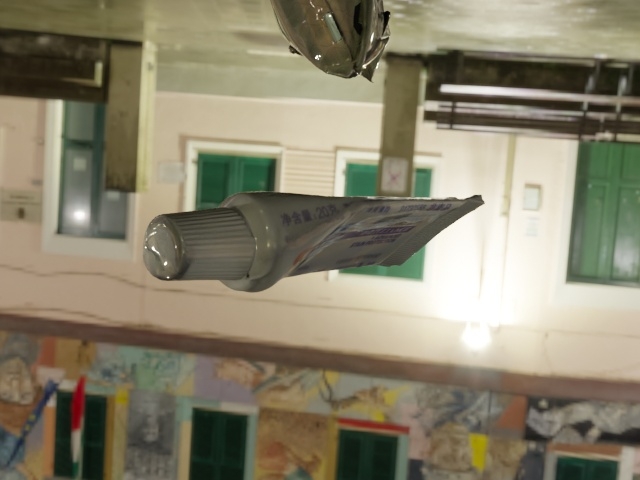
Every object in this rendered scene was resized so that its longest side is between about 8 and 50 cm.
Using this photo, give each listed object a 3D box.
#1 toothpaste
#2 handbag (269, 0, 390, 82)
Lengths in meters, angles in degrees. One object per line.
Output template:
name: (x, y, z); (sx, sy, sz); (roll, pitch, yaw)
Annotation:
toothpaste: (-0.001, 0.000, 0.642); (0.282, 0.068, 0.099); (-2, -178, -44)
handbag: (0.010, -0.233, 0.867); (0.117, 0.182, 0.270); (-26, -171, 9)
